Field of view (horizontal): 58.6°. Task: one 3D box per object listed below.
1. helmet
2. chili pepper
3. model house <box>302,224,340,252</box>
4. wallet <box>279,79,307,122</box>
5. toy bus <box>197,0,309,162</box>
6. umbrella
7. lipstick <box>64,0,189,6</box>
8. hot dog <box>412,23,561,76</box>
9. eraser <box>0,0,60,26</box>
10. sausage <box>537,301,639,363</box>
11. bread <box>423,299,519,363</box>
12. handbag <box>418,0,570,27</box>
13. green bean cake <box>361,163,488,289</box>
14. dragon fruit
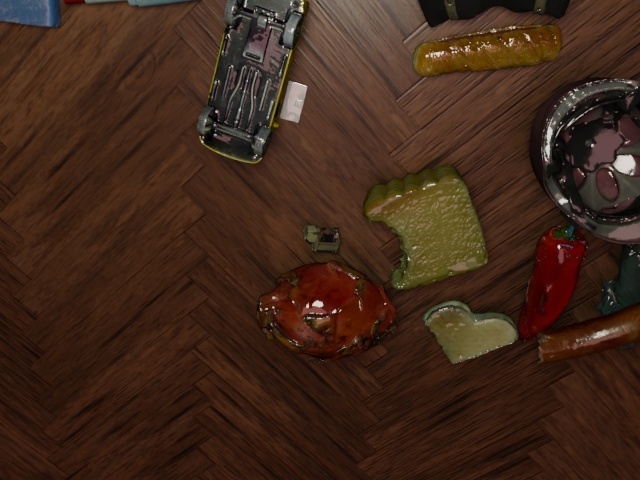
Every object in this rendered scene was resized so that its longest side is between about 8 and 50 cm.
[{"bbox_3d":[0.553,-0.166,1.116,0.338,0.197,0.271,40,106,-13],"label":"helmet"},{"bbox_3d":[0.525,0.084,1.293,0.110,0.110,0.387,7,119,2],"label":"chili pepper"},{"bbox_3d":[0.000,0.000,1.335,0.083,0.057,0.058,1,144,-16],"label":"model house"},{"bbox_3d":[-0.057,-0.295,1.216,0.044,0.011,0.083,16,115,-2],"label":"wallet"},{"bbox_3d":[-0.130,-0.328,1.131,0.144,0.152,0.330,20,114,2],"label":"toy bus"},{"bbox_3d":[0.712,0.084,1.278,0.143,0.094,0.348,14,117,32],"label":"umbrella"},{"bbox_3d":[-0.375,-0.494,1.123,0.274,0.061,0.068,-2,117,6],"label":"lipstick"},{"bbox_3d":[0.325,-0.369,1.120,0.286,0.061,0.087,-9,126,11],"label":"hot dog"},{"bbox_3d":[-0.689,-0.522,1.150,0.312,0.042,0.144,8,116,1],"label":"eraser"},{"bbox_3d":[0.623,0.203,1.260,0.302,0.076,0.103,-22,155,20],"label":"sausage"},{"bbox_3d":[0.360,0.229,1.399,0.232,0.064,0.172,12,117,1],"label":"bread"},{"bbox_3d":[0.301,-0.518,0.985,0.343,0.152,0.287,6,135,20],"label":"handbag"},{"bbox_3d":[0.226,-0.030,1.254,0.233,0.124,0.236,-18,113,13],"label":"green bean cake"},{"bbox_3d":[0.013,0.161,1.316,0.315,0.250,0.250,-15,114,-2],"label":"dragon fruit"}]
